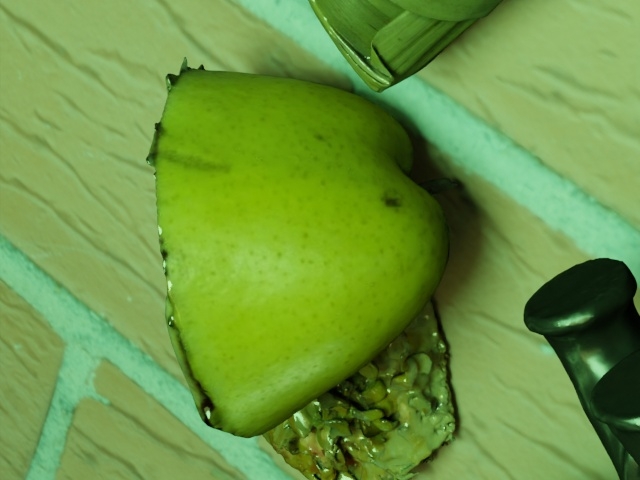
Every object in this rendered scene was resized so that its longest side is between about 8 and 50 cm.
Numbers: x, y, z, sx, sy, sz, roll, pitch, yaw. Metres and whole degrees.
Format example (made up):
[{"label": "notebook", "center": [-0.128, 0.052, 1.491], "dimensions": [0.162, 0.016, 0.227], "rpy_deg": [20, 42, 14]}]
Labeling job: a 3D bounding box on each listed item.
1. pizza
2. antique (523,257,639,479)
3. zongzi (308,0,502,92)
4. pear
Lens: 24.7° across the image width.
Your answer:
[{"label": "pizza", "center": [0.029, 0.122, 1.113], "dimensions": [0.147, 0.069, 0.226], "rpy_deg": [53, 133, 6]}, {"label": "antique", "center": [0.264, 0.139, 0.793], "dimensions": [0.255, 0.185, 0.322], "rpy_deg": [62, 177, -16]}, {"label": "zongzi", "center": [0.048, -0.248, 0.890], "dimensions": [0.228, 0.115, 0.256], "rpy_deg": [-35, 80, 46]}, {"label": "pear", "center": [-0.001, -0.003, 0.991], "dimensions": [0.178, 0.267, 0.267], "rpy_deg": [-8, 108, 20]}]
